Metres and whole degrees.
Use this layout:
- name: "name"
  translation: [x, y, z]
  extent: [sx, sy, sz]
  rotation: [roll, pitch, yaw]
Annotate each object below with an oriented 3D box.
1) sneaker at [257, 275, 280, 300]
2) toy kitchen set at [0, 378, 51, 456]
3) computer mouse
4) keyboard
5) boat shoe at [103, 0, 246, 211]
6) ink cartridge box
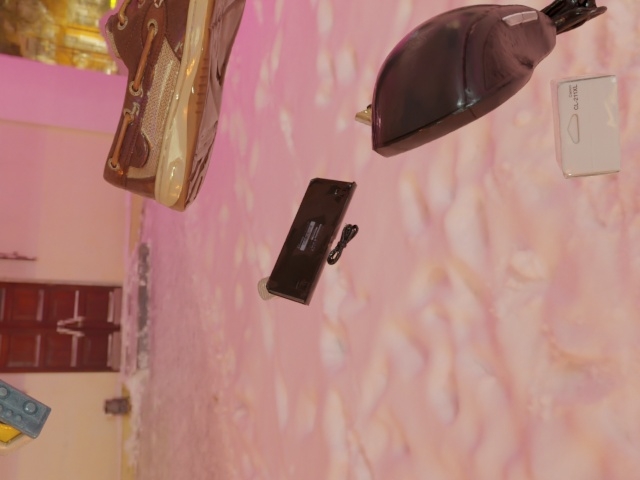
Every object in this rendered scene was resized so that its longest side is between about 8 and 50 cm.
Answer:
- name: "sneaker"
  translation: [-0.037, 0.064, 1.004]
  extent: [0.134, 0.070, 0.050]
  rotation: [-16, 85, 54]
- name: "toy kitchen set"
  translation: [-0.375, 0.204, 0.628]
  extent: [0.122, 0.166, 0.207]
  rotation: [-38, 24, 29]
- name: "computer mouse"
  translation: [0.078, -0.123, 0.463]
  extent: [0.184, 0.262, 0.060]
  rotation: [-17, 107, 44]
- name: "keyboard"
  translation: [0.000, 0.000, 0.879]
  extent: [0.108, 0.023, 0.180]
  rotation: [12, 75, 40]
- name: "boat shoe"
  translation: [-0.153, -0.197, 0.632]
  extent: [0.123, 0.123, 0.341]
  rotation: [-71, -3, -62]
- name: "ink cartridge box"
  translation: [0.364, -0.162, 0.896]
  extent: [0.175, 0.072, 0.127]
  rotation: [-43, -53, -68]
